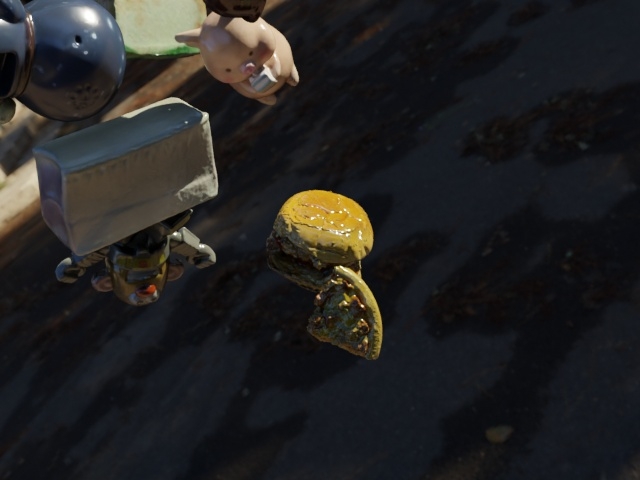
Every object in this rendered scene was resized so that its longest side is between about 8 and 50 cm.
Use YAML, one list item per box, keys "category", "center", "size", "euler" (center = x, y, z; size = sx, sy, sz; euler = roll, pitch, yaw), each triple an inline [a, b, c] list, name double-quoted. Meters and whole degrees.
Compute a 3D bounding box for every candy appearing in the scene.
- category: "candy"
  center: [-0.383, -0.138, 1.851]
  size: [0.359, 0.208, 0.145]
  euler: [-28, 46, -32]

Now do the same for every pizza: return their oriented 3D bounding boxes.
- category: "pizza"
  center: [0.039, 0.138, 1.594]
  size: [0.134, 0.175, 0.046]
  euler: [-30, -3, 10]

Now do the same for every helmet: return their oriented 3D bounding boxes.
- category: "helmet"
  center: [-0.185, -0.491, 1.774]
  size: [0.106, 0.175, 0.155]
  euler: [-26, 58, -27]

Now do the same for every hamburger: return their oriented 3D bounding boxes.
- category: "hamburger"
  center: [0.000, 0.000, 2.000]
  size: [0.244, 0.244, 0.163]
  euler: [-85, 19, -64]

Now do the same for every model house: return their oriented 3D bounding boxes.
- category: "model house"
  center: [-0.472, -0.550, 2.237]
  size: [0.280, 0.245, 0.312]
  euler: [0, 12, 40]

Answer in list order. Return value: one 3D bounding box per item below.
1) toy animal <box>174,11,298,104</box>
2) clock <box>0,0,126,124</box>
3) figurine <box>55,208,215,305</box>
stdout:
- category: "toy animal"
  center: [-0.179, -0.432, 2.135]
  size: [0.195, 0.213, 0.256]
  euler: [-34, -7, 10]
- category: "clock"
  center: [-0.352, -0.218, 1.094]
  size: [0.146, 0.243, 0.199]
  euler: [55, 133, 35]
- category: "figurine"
  center: [-0.408, 0.030, 2.074]
  size: [0.167, 0.343, 0.285]
  euler: [-85, 8, -45]
